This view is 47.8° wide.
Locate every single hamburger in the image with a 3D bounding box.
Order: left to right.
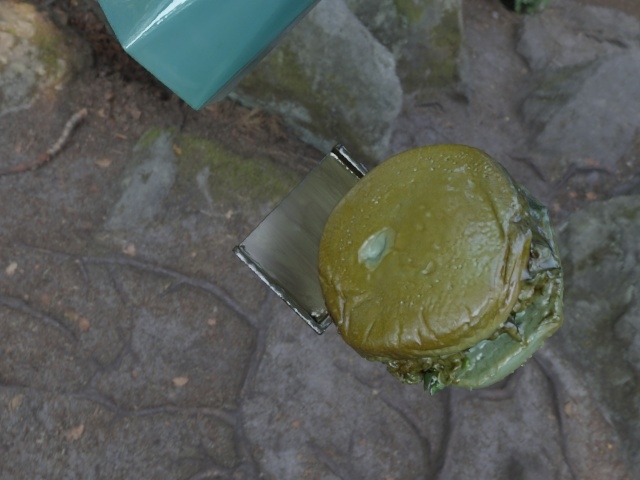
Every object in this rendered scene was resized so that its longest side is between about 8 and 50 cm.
[{"bbox_3d":[0.102,0.016,0.619,0.122,0.189,0.215,30,24,-45],"label":"hamburger"}]

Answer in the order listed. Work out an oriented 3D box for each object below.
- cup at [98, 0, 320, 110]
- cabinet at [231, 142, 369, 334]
[{"bbox_3d":[-0.050,-0.234,0.580,0.148,0.236,0.134,57,17,18],"label":"cup"},{"bbox_3d":[0.000,0.000,0.910,0.148,0.215,0.175,45,86,0],"label":"cabinet"}]
